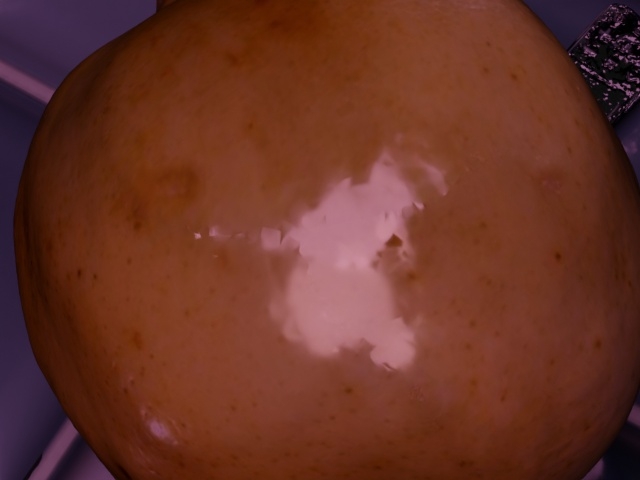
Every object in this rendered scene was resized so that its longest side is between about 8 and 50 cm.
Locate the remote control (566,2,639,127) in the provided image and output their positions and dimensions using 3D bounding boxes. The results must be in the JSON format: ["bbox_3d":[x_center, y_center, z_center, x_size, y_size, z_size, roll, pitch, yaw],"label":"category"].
[{"bbox_3d":[0.103,-0.054,0.764,0.039,0.014,0.096,38,78,22],"label":"remote control"}]

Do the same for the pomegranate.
[{"bbox_3d":[0.004,0.007,0.653,0.233,0.233,0.233,-4,67,9],"label":"pomegranate"}]
